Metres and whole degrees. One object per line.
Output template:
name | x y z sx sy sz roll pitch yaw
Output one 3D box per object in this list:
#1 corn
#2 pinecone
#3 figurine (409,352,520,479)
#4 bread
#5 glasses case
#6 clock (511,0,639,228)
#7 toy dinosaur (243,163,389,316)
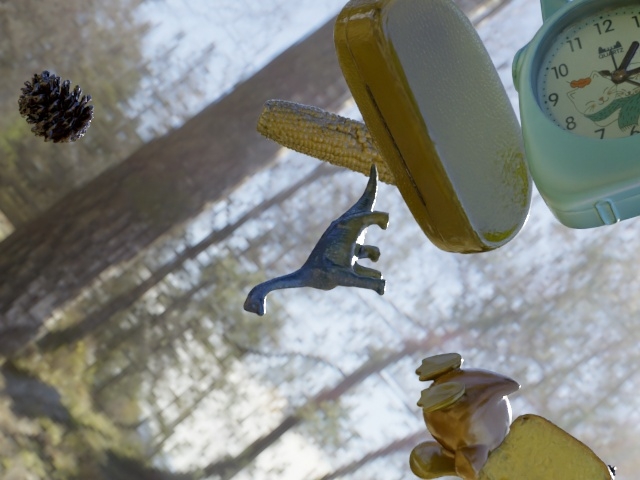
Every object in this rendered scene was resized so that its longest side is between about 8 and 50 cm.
corn | 0.041 -0.156 2.018 0.288 0.086 0.086 18 -9 -5
pinecone | -0.285 -0.143 1.371 0.077 0.077 0.083 34 -21 57
figurine | 0.249 0.313 2.106 0.215 0.215 0.228 37 -46 51
bread | 0.323 0.339 1.727 0.160 0.140 0.169 35 -5 34
glasses case | 0.149 -0.164 1.665 0.141 0.173 0.371 -1 -59 55
clock | 0.319 -0.161 1.332 0.094 0.223 0.274 47 31 -56
toy dinosaur | 0.000 0.000 1.741 0.188 0.247 0.075 11 -23 -10
